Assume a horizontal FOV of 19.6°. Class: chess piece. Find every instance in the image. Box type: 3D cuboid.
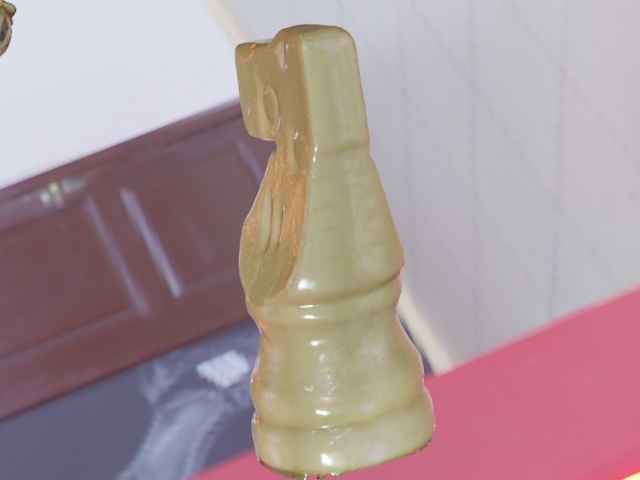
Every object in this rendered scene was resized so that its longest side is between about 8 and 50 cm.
[{"bbox_3d":[0.000,0.000,0.850,0.090,0.090,0.200,-147,48,-69],"label":"chess piece"}]

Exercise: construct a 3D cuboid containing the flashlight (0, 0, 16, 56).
[{"bbox_3d":[-0.175,-0.141,0.969,0.057,0.035,0.121,67,-159,-72],"label":"flashlight"}]
